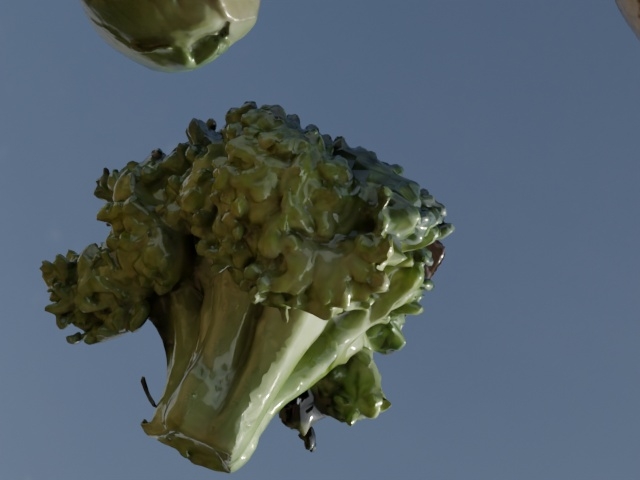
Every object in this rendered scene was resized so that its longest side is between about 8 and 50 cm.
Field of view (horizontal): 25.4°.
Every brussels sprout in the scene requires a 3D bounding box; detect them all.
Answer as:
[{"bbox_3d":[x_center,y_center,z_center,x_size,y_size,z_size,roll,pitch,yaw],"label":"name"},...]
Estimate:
[{"bbox_3d":[-0.177,-0.301,1.635,0.244,0.244,0.244,21,-56,35],"label":"brussels sprout"}]

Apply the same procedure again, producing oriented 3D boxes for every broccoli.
[{"bbox_3d":[-0.041,0.059,1.169,0.293,0.281,0.348,43,-31,-26],"label":"broccoli"}]

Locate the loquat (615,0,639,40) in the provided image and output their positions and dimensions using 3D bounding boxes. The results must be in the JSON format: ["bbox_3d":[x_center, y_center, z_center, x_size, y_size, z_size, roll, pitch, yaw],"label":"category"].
[{"bbox_3d":[0.399,-0.247,1.159,0.328,0.359,0.328,6,-49,6],"label":"loquat"}]

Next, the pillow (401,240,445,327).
[{"bbox_3d":[0.000,0.000,1.467,0.248,0.049,0.135,31,-88,17],"label":"pillow"}]
